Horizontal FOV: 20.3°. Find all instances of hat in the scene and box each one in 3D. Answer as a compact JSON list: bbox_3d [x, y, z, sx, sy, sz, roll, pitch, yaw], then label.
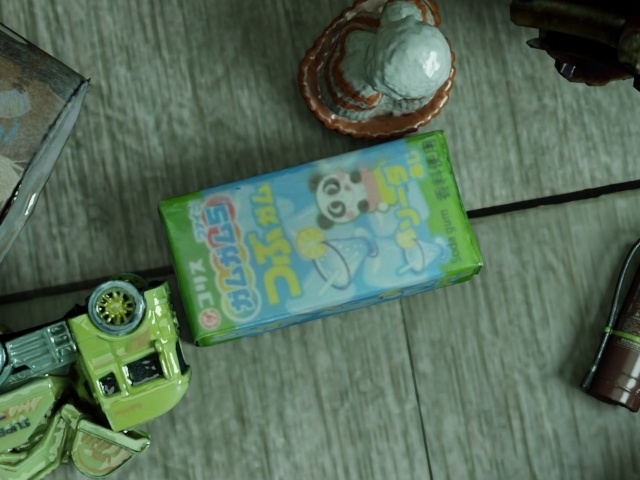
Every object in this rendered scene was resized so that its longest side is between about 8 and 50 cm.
[{"bbox_3d":[0.045,-0.116,1.127,0.093,0.162,0.112,43,86,0],"label":"hat"}]

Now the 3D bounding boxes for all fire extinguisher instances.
[{"bbox_3d":[0.216,0.046,1.175,0.056,0.039,0.132,25,82,-8],"label":"fire extinguisher"}]

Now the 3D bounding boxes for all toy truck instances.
[{"bbox_3d":[-0.172,0.100,1.126,0.191,0.085,0.116,-20,93,-2],"label":"toy truck"}]

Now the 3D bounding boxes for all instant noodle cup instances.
[{"bbox_3d":[-0.269,-0.072,1.088,0.207,0.217,0.217,28,82,-5],"label":"instant noodle cup"}]

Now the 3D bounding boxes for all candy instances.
[{"bbox_3d":[0.000,0.000,1.159,0.194,0.062,0.097,-15,84,-4],"label":"candy"}]

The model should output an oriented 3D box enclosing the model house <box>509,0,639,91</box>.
[{"bbox_3d":[0.200,-0.257,1.154,0.282,0.297,0.317,25,98,32],"label":"model house"}]
